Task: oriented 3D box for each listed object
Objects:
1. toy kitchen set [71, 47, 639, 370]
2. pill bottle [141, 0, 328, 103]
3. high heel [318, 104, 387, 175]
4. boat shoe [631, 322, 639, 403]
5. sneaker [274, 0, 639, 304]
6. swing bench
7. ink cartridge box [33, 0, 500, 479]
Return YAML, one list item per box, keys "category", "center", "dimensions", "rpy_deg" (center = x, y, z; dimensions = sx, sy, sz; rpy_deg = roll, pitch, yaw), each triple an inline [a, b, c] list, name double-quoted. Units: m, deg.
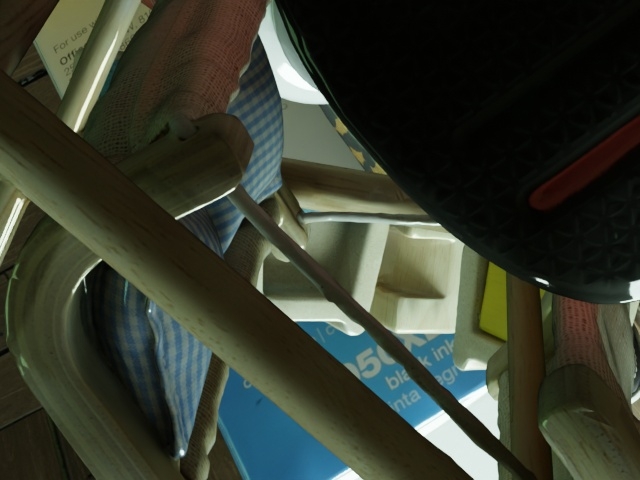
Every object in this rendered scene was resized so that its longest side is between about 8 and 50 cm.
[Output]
- category: "toy kitchen set"
  center: [0.011, -0.006, 0.692]
  dimensions: [0.166, 0.207, 0.122]
  rpy_deg: [24, 109, 57]
- category: "pill bottle"
  center: [-0.015, -0.131, 0.706]
  dimensions: [0.216, 0.121, 0.121]
  rpy_deg: [42, 162, 55]
- category: "high heel"
  center: [0.026, -0.089, 0.895]
  dimensions: [0.261, 0.093, 0.186]
  rpy_deg: [51, 169, 53]
- category: "boat shoe"
  center: [0.117, 0.022, 0.761]
  dimensions: [0.038, 0.046, 0.125]
  rpy_deg: [56, -167, -59]
- category: "sneaker"
  center: [0.030, -0.134, 0.417]
  dimensions: [0.314, 0.116, 0.136]
  rpy_deg: [61, -162, 4]
- category: "swing bench"
  center: [-0.001, 0.012, 0.502]
  dimensions: [0.254, 0.165, 0.253]
  rpy_deg: [25, -152, -9]
- category: "ink cartridge box"
  center: [0.000, 0.000, 1.044]
  dimensions: [0.395, 0.166, 0.285]
  rpy_deg: [61, -170, 26]
